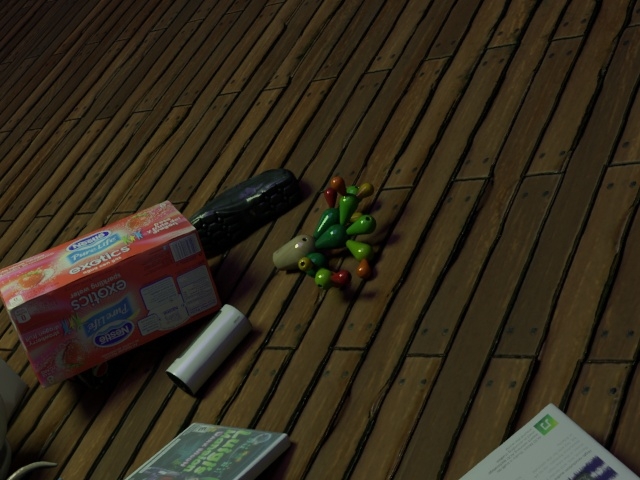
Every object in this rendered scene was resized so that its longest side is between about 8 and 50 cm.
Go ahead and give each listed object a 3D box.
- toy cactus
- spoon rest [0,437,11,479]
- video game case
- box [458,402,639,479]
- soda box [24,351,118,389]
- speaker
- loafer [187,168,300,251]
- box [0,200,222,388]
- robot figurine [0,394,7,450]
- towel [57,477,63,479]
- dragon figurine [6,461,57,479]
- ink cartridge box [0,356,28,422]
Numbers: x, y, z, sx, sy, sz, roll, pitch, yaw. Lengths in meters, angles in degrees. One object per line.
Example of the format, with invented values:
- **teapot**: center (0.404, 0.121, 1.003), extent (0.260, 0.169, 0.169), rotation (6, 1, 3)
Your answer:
- **toy cactus**: center (0.000, 0.000, 1.639), extent (0.181, 0.112, 0.219), rotation (-23, 42, 33)
- **spoon rest**: center (-0.582, 0.350, 1.689), extent (0.276, 0.084, 0.137), rotation (-7, 42, 36)
- **video game case**: center (-0.159, 0.295, 1.397), extent (0.173, 0.022, 0.190), rotation (-1, 24, 39)
- **box**: center (0.237, 0.321, 1.059), extent (0.232, 0.058, 0.322), rotation (-38, 32, -6)
- **soda box**: center (-0.402, 0.188, 1.768), extent (0.169, 0.053, 0.060), rotation (9, 52, 45)
- **speaker**: center (-0.162, 0.160, 1.600), extent (0.055, 0.055, 0.136), rotation (15, 57, 49)
- **loafer**: center (-0.139, -0.051, 1.835), extent (0.223, 0.076, 0.078), rotation (-29, 28, -1)
- **box**: center (-0.324, 0.078, 1.686), extent (0.300, 0.154, 0.142), rotation (-25, 29, -16)
- **robot figurine**: center (-0.595, 0.268, 1.604), extent (0.278, 0.209, 0.173), rotation (0, 32, 23)
- **towel**: center (-0.401, 0.386, 1.538), extent (0.119, 0.029, 0.067), rotation (-29, 34, 7)
- **dragon figurine**: center (-0.454, 0.426, 1.465), extent (0.085, 0.144, 0.289), rotation (10, 42, 28)
- **ink cartridge box**: center (-0.615, 0.230, 1.799), extent (0.220, 0.160, 0.092), rotation (-8, 41, 32)
